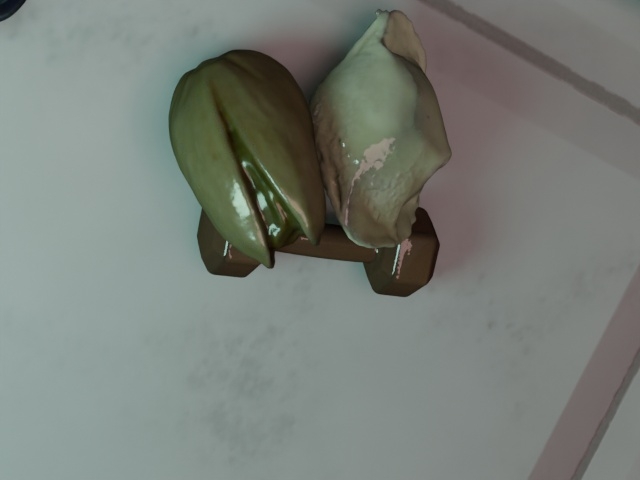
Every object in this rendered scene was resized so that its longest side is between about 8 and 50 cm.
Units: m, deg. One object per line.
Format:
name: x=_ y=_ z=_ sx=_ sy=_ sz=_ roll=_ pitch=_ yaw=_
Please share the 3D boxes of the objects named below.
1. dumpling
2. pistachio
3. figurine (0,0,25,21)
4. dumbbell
dumpling: x=0.062 y=-0.088 z=1.392 sx=0.126 sy=0.216 sz=0.166 roll=-26 pitch=145 yaw=18
pistachio: x=-0.061 y=-0.077 z=1.320 sx=0.135 sy=0.226 sz=0.136 roll=-16 pitch=147 yaw=-11
figurine: x=-0.305 y=-0.274 z=1.166 sx=0.265 sy=0.197 sz=0.175 roll=39 pitch=46 yaw=-30
dumbbell: x=0.000 y=0.000 z=1.428 sx=0.230 sy=0.092 sz=0.082 roll=7 pitch=132 yaw=-22
